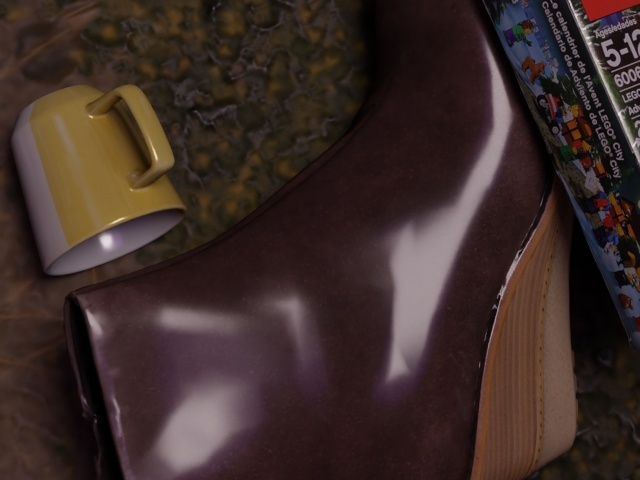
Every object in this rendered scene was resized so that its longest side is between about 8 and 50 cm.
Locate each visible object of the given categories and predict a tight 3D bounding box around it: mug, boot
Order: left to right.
[{"bbox_3d":[-0.088,-0.031,0.757,0.078,0.062,0.064,-28,80,17],"label":"mug"},{"bbox_3d":[0.000,0.000,0.736,0.207,0.090,0.248,-11,94,-29],"label":"boot"}]

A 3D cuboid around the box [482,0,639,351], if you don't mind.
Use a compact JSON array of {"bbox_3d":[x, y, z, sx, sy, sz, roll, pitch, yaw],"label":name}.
[{"bbox_3d":[0.185,-0.069,0.774,0.233,0.044,0.159,-23,89,-37],"label":"box"}]
